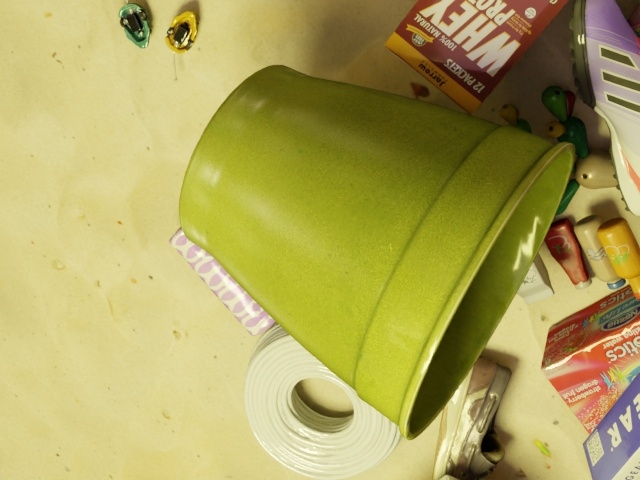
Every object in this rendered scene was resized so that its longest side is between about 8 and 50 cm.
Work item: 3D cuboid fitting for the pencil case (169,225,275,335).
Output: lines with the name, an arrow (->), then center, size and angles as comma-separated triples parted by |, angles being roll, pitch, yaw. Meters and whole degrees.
pencil case -> -0.127, 0.044, 1.551 | 0.088, 0.086, 0.206 | -42, 99, -6

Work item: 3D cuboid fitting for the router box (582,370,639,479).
router box -> 0.528, 0.202, 1.285 | 0.301, 0.082, 0.335 | 7, 136, -14

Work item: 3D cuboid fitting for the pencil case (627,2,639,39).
pencil case -> 0.473, -0.185, 1.229 | 0.124, 0.124, 0.284 | -38, 98, 28

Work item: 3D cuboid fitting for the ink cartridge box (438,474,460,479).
ink cartridge box -> 0.226, 0.480, 1.541 | 0.289, 0.121, 0.211 | 29, 123, -28

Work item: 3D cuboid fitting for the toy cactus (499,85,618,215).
toy cactus -> 0.303, -0.093, 1.352 | 0.180, 0.112, 0.219 | 5, 113, -4

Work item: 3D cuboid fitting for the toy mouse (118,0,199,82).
toy mouse -> -0.225, -0.318, 1.450 | 0.143, 0.031, 0.161 | 29, 118, 4

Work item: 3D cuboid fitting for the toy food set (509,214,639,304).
toy food set -> 0.308, 0.045, 1.388 | 0.232, 0.111, 0.104 | -23, 104, 26

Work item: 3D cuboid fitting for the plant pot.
plant pot -> 0.043, -0.024, 1.215 | 0.353, 0.366, 0.366 | 30, 119, 17

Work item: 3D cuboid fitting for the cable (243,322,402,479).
cable -> 0.006, 0.231, 1.584 | 0.257, 0.089, 0.257 | -26, 103, 26

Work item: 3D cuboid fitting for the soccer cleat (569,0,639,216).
soccer cleat -> 0.370, -0.157, 1.204 | 0.116, 0.108, 0.318 | -5, 132, 34

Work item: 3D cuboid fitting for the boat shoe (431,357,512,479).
boat shoe -> 0.219, 0.299, 1.539 | 0.092, 0.103, 0.285 | 11, 110, 19

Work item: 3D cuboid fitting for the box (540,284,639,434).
box -> 0.429, 0.132, 1.380 | 0.257, 0.122, 0.128 | -33, 101, 27

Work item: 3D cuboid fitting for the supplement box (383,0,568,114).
supplement box -> 0.198, -0.279, 1.234 | 0.129, 0.194, 0.191 | 39, 119, -1
